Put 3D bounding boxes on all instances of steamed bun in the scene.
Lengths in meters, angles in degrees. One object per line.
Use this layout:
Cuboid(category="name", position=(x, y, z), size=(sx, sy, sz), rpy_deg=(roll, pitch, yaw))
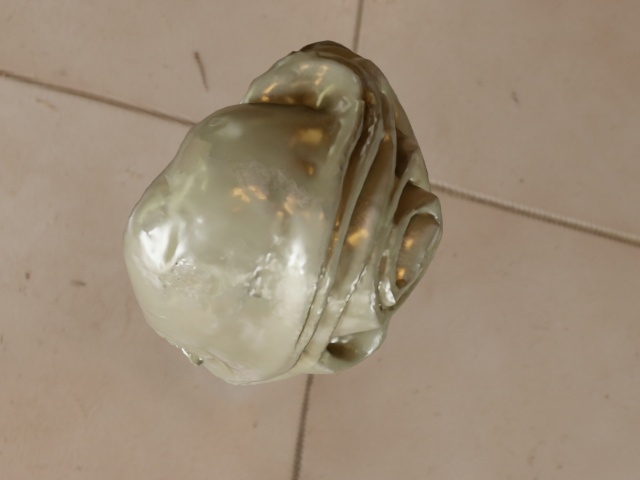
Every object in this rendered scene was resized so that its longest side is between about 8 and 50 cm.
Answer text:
Cuboid(category="steamed bun", position=(-0.006, 0.007, 0.963), size=(0.219, 0.324, 0.310), rpy_deg=(33, 62, 20))
